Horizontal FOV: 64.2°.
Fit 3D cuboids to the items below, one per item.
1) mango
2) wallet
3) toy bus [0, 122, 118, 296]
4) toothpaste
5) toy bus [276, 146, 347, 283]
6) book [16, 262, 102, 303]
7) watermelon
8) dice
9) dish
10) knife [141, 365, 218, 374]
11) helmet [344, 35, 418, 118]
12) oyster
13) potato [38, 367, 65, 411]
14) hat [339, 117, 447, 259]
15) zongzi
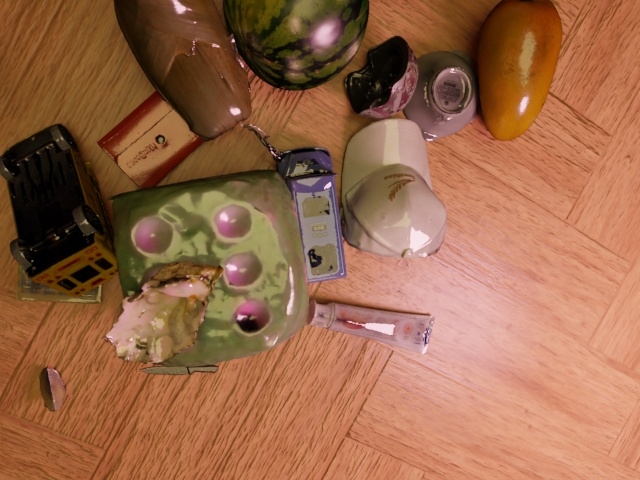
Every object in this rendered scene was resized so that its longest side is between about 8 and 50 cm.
[{"bbox_3d":[0.434,-0.380,1.138,0.173,0.211,0.317,7,107,16],"label":"mango"},{"bbox_3d":[-0.341,-0.217,1.068,0.204,0.045,0.142,-42,104,-3],"label":"wallet"},{"bbox_3d":[-0.489,-0.064,0.964,0.145,0.151,0.331,-30,59,-2],"label":"toy bus"},{"bbox_3d":[0.125,0.200,1.219,0.323,0.066,0.100,14,90,-18],"label":"toothpaste"},{"bbox_3d":[-0.017,-0.058,1.103,0.126,0.133,0.292,-8,94,-9],"label":"toy bus"},{"bbox_3d":[-0.545,0.038,1.077,0.168,0.013,0.192,5,96,-12],"label":"book"},{"bbox_3d":[-0.045,-0.442,0.979,0.285,0.285,0.285,-2,98,-12],"label":"watermelon"},{"bbox_3d":[-0.204,0.038,0.987,0.318,0.330,0.322,-11,98,-11],"label":"dice"},{"bbox_3d":[0.274,-0.345,1.166,0.246,0.078,0.224,26,93,-14],"label":"dish"},{"bbox_3d":[-0.319,0.296,1.162,0.170,0.010,0.023,2,91,-11],"label":"knife"},{"bbox_3d":[0.148,-0.337,1.107,0.107,0.153,0.177,25,124,-39],"label":"helmet"},{"bbox_3d":[-0.248,0.108,0.799,0.133,0.072,0.209,21,115,-15],"label":"oyster"},{"bbox_3d":[-0.577,0.319,1.101,0.037,0.036,0.093,-19,82,27],"label":"potato"},{"bbox_3d":[0.176,-0.118,1.130,0.258,0.168,0.301,-3,99,-12],"label":"hat"},{"bbox_3d":[-0.219,-0.330,0.895,0.181,0.418,0.447,-32,95,-10],"label":"zongzi"}]
